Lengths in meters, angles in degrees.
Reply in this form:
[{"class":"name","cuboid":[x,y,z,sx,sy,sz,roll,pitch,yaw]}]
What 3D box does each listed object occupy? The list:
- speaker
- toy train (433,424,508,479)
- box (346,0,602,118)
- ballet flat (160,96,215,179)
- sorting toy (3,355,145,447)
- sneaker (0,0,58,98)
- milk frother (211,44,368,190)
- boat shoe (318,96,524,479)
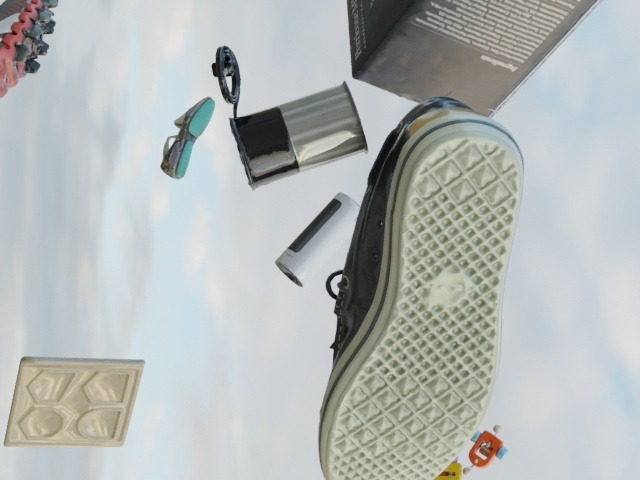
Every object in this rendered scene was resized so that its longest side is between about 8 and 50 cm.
[{"class":"speaker","cuboid":[0.000,0.000,2.172,0.136,0.055,0.055,-47,-167,-11]},{"class":"toy train","cuboid":[0.185,0.300,2.297,0.125,0.166,0.046,-58,161,-9]},{"class":"box","cuboid":[0.278,-0.548,2.726,0.472,0.297,0.480,-50,-148,43]},{"class":"ballet flat","cuboid":[-0.171,-0.133,1.966,0.114,0.041,0.041,-67,-167,-12]},{"class":"sorting toy","cuboid":[-0.467,0.271,2.672,0.041,0.307,0.229,-109,-150,-45]},{"class":"sneaker","cuboid":[-0.417,-0.217,1.876,0.276,0.135,0.097,-61,174,-30]},{"class":"milk frother","cuboid":[-0.036,-0.147,1.688,0.129,0.135,0.143,-112,-175,-49]},{"class":"boat shoe","cuboid":[0.104,0.071,1.723,0.156,0.187,0.500,-107,-155,-59]}]
